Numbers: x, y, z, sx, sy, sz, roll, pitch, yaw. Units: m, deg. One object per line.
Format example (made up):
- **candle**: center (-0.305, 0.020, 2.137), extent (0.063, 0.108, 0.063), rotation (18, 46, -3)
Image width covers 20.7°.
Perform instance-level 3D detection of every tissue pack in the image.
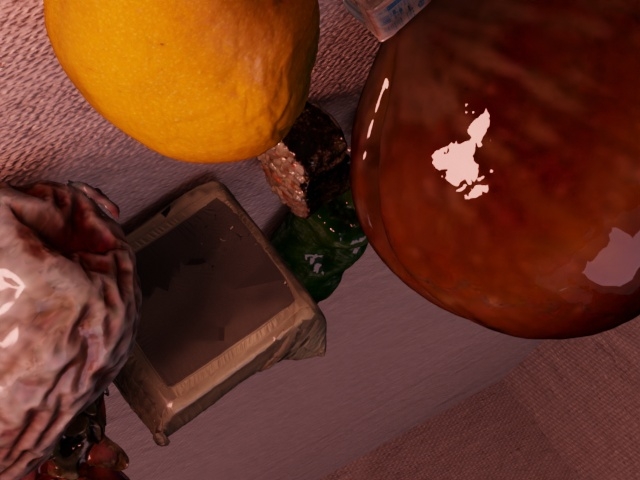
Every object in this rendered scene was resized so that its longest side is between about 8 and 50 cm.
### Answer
- **tissue pack**: center (0.058, -0.230, 1.591), extent (0.074, 0.058, 0.094), rotation (-40, 166, 0)

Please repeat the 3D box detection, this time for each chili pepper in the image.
- **chili pepper**: center (0.000, 0.000, 2.104), extent (0.136, 0.099, 0.270), rotation (-1, 155, -25)

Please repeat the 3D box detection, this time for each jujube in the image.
- **jujube**: center (-0.288, 0.091, 1.500), extent (0.317, 0.226, 0.226), rotation (-48, 162, 22)

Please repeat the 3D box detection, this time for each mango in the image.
- **mango**: center (-0.099, -0.162, 1.236), extent (0.187, 0.144, 0.359), rotation (-16, 153, 7)

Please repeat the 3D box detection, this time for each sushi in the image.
- **sushi**: center (-0.018, -0.081, 1.817), extent (0.078, 0.090, 0.150), rotation (-38, 164, -12)

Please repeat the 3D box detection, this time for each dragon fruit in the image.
- **dragon fruit**: center (-0.296, 0.185, 1.728), extent (0.274, 0.193, 0.192), rotation (-2, 165, 36)

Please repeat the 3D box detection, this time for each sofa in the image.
- **sofa**: center (-0.133, 0.079, 1.823), extent (0.225, 0.210, 0.176), rotation (-38, 167, -11)

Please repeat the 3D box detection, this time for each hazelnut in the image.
- **hazelnut**: center (0.232, -0.119, 1.770), extent (0.429, 0.402, 0.402), rotation (-58, 162, 9)
